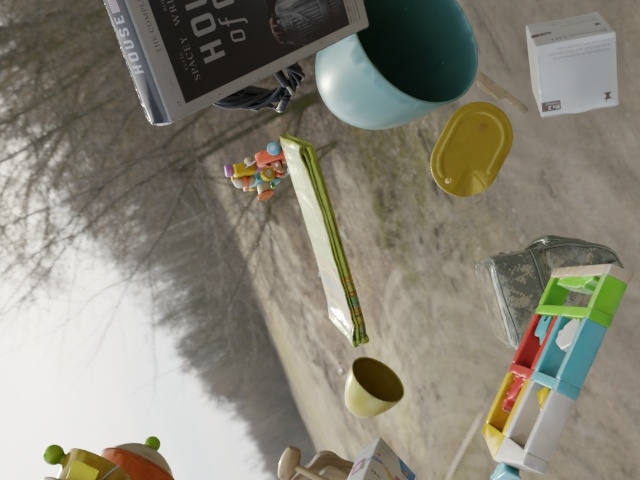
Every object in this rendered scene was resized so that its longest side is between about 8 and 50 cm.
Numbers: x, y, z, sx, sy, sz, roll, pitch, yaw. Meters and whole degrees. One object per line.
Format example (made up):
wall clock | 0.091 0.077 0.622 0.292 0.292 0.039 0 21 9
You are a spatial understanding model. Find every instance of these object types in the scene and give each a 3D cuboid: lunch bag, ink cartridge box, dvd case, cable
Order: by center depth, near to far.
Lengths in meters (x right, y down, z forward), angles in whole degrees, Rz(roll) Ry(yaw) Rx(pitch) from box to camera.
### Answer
dvd case | -0.061 -0.211 0.524 0.029 0.238 0.179 4 121 40
cable | -0.119 -0.249 1.086 0.150 0.184 0.047 144 136 -59
ink cartridge box | 0.090 0.375 1.093 0.088 0.052 0.122 48 -155 -1
lunch bag | 0.489 0.101 1.531 0.305 0.256 0.213 46 -151 -82

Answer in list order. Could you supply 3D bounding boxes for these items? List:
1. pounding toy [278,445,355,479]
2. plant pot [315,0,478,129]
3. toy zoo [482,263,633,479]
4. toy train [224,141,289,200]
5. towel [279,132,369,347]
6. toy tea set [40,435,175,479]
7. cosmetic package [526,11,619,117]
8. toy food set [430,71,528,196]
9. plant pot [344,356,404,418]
pounding toy | 0.020 0.506 1.349 0.269 0.154 0.155 28 -175 -14
plant pot | 0.124 -0.356 1.429 0.235 0.293 0.293 -30 84 56
toy zoo | 0.276 0.169 0.888 0.030 0.293 0.192 26 177 1
toy train | -0.077 -0.102 1.106 0.166 0.125 0.046 34 -137 -76
towel | 0.000 0.000 0.801 0.102 0.021 0.237 34 143 64
toy tea set | -0.117 0.283 0.750 0.336 0.124 0.200 23 144 2
cosmetic package | 0.510 -0.360 1.459 0.184 0.151 0.151 -75 -27 -60
toy food set | 0.283 -0.185 1.330 0.128 0.218 0.071 28 -175 -5
plant pot | 0.107 0.343 1.608 0.095 0.134 0.134 -59 42 28
